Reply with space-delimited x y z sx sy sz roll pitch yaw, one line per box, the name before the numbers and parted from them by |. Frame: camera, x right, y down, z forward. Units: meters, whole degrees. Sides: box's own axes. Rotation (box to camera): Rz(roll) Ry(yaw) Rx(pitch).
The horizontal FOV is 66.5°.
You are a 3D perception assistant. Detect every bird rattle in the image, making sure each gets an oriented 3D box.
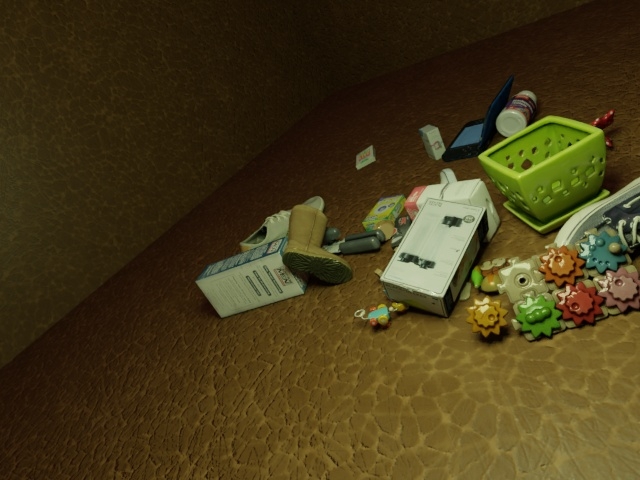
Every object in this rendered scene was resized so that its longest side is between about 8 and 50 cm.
bird rattle | 0.739 -0.319 1.475 0.253 0.143 0.207 -23 9 11

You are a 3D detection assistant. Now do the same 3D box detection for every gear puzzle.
gear puzzle | 0.450 0.099 0.978 0.338 0.044 0.176 -23 66 17

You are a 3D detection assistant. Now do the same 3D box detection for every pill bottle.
pill bottle | 0.724 -0.468 1.785 0.108 0.108 0.193 -4 36 45

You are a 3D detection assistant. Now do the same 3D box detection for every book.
book | 0.215 -0.393 2.324 0.096 0.035 0.144 -27 26 19

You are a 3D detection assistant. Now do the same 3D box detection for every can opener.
can opener | 0.085 -0.005 1.644 0.283 0.095 0.076 -12 30 49

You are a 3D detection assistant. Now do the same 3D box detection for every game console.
game console | 0.591 -0.458 1.842 0.250 0.173 0.293 -4 35 45

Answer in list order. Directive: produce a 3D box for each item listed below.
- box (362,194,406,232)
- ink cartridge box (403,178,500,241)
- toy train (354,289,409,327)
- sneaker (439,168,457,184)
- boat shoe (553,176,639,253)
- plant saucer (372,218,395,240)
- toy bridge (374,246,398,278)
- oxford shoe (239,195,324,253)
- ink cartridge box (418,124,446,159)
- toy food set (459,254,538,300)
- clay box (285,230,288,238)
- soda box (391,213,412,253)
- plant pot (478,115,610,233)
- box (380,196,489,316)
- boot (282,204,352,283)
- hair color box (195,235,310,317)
box | 0.222 -0.091 1.722 0.105 0.043 0.179 -7 35 42
ink cartridge box | 0.370 -0.076 1.380 0.217 0.159 0.092 -4 38 46
toy train | 0.176 0.170 1.275 0.166 0.046 0.125 -37 23 -21
sneaker | 0.402 -0.154 1.571 0.091 0.094 0.258 -19 27 14
boat shoe | 0.650 -0.029 1.004 0.340 0.127 0.158 -35 19 -10
plant saucer | 0.212 -0.031 1.619 0.083 0.015 0.084 -17 54 24
toy bridge | 0.238 0.045 1.411 0.188 0.063 0.026 -47 26 -10
oxford shoe | -0.152 -0.059 1.987 0.449 0.130 0.169 -42 25 -26
ink cartridge box | 0.446 -0.389 1.938 0.052 0.123 0.088 -27 25 0
toy food set | 0.425 0.077 1.170 0.192 0.039 0.132 -17 28 29
clay box | -0.087 0.002 1.811 0.128 0.053 0.222 -65 23 11
soda box | 0.261 -0.015 1.516 0.060 0.053 0.169 -19 26 24
plant pot | 0.576 -0.160 1.247 0.228 0.207 0.227 -28 25 5
box | 0.291 0.033 1.229 0.169 0.087 0.290 13 56 33
boot | 0.000 0.000 1.587 0.270 0.236 0.089 -79 13 -54
hair color box | -0.228 0.130 1.654 0.347 0.174 0.105 -19 25 24
